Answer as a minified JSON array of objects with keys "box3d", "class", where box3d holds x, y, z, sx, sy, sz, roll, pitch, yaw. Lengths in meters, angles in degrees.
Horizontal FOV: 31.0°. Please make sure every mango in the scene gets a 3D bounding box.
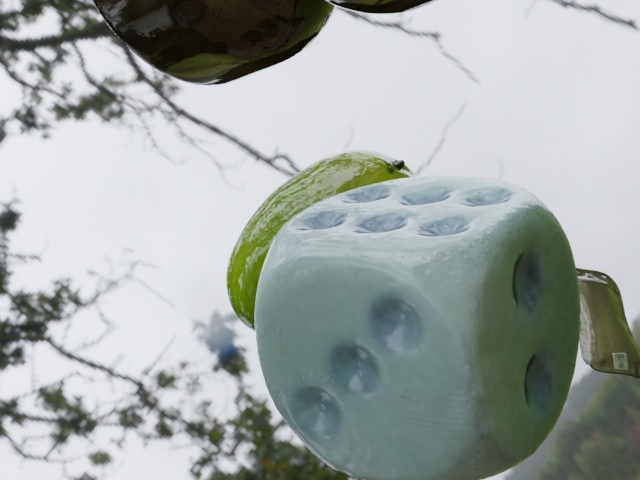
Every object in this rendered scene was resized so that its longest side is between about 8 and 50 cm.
[{"box3d":[0.000,0.000,1.469,0.293,0.175,0.143,-39,19,9],"class":"mango"}]

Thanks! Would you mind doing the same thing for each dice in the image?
[{"box3d":[0.108,0.087,1.231,0.265,0.268,0.262,-31,-61,-49],"class":"dice"}]

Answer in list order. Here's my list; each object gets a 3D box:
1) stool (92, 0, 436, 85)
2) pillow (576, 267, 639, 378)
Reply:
[{"box3d":[0.009,-0.206,0.638,0.264,0.179,0.179,-14,13,39],"class":"stool"},{"box3d":[0.469,0.133,1.918,0.130,0.217,0.033,10,-43,-25],"class":"pillow"}]
